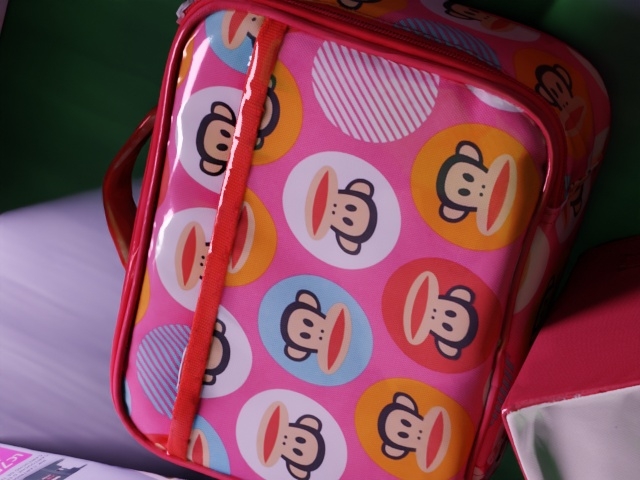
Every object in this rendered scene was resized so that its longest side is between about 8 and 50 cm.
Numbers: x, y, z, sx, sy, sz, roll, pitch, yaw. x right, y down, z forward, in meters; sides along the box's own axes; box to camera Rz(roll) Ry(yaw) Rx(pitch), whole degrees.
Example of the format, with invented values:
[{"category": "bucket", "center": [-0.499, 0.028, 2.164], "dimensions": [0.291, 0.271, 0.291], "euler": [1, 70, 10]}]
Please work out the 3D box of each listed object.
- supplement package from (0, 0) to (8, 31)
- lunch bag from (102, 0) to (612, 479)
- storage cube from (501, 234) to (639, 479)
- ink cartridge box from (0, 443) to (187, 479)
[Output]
[{"category": "supplement package", "center": [-0.285, -0.087, 1.067], "dimensions": [0.149, 0.194, 0.203], "euler": [23, 117, 9]}, {"category": "lunch bag", "center": [0.000, 0.000, 1.052], "dimensions": [0.258, 0.120, 0.293], "euler": [21, 117, 16]}, {"category": "storage cube", "center": [0.219, 0.102, 0.966], "dimensions": [0.183, 0.193, 0.215], "euler": [-15, 106, 24]}, {"category": "ink cartridge box", "center": [-0.101, 0.225, 1.139], "dimensions": [0.311, 0.065, 0.186], "euler": [5, 117, 46]}]
